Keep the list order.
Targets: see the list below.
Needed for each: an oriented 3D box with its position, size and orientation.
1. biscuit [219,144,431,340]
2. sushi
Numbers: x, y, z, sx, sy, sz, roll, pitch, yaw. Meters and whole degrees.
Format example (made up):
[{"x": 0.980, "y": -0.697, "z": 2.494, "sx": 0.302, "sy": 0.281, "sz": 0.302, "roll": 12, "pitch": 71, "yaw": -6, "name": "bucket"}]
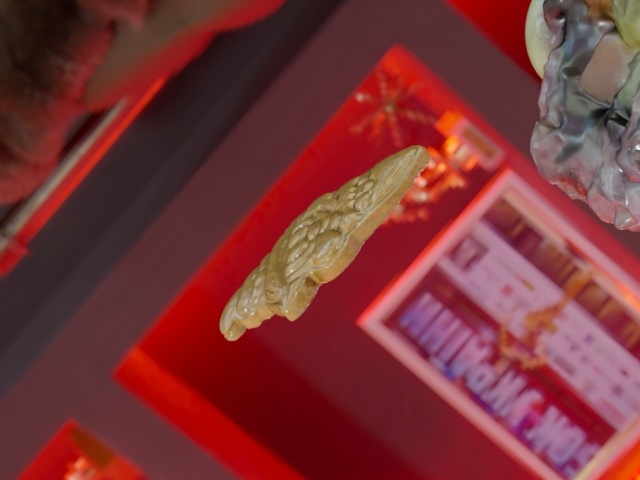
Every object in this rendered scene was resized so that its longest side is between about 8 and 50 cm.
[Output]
[{"x": 0.000, "y": 0.000, "z": 1.414, "sx": 0.035, "sy": 0.250, "sz": 0.162, "roll": 44, "pitch": -167, "yaw": -23, "name": "biscuit"}, {"x": 0.205, "y": -0.124, "z": 0.850, "sx": 0.171, "sy": 0.270, "sz": 0.236, "roll": 6, "pitch": 174, "yaw": -27, "name": "sushi"}]
